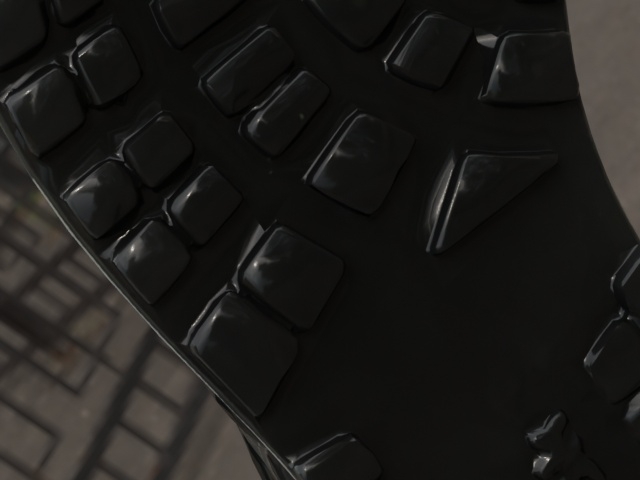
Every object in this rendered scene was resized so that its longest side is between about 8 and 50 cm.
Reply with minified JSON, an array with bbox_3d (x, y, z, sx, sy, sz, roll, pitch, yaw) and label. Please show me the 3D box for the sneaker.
[{"bbox_3d":[0.000,0.000,0.379,0.107,0.283,0.124,-29,8,-15],"label":"sneaker"}]
